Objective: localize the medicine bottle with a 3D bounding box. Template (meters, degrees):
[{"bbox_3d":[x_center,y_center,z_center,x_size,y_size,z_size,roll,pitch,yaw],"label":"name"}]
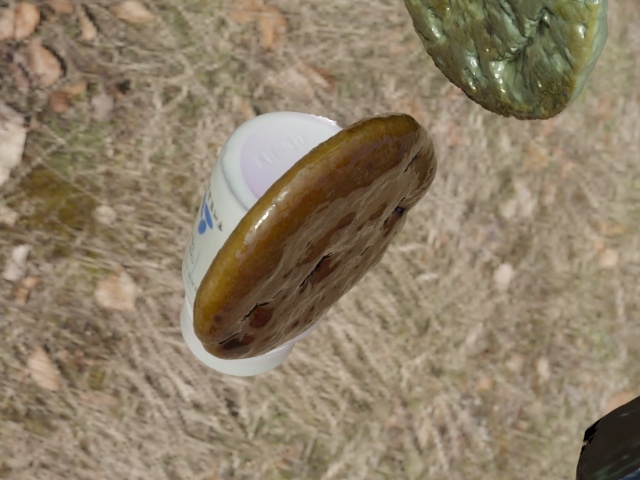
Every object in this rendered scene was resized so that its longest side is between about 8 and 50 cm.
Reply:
[{"bbox_3d":[-0.053,0.015,1.325,0.170,0.170,0.293,-43,165,-37],"label":"medicine bottle"}]

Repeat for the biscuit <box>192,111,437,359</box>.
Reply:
[{"bbox_3d":[0.000,0.000,0.829,0.212,0.036,0.212,-41,162,-17],"label":"biscuit"}]

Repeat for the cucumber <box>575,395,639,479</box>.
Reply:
[{"bbox_3d":[0.187,0.060,0.513,0.220,0.070,0.046,-28,125,2],"label":"cucumber"}]

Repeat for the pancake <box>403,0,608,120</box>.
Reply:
[{"bbox_3d":[0.093,-0.191,0.805,0.037,0.253,0.253,-28,125,-16],"label":"pancake"}]
